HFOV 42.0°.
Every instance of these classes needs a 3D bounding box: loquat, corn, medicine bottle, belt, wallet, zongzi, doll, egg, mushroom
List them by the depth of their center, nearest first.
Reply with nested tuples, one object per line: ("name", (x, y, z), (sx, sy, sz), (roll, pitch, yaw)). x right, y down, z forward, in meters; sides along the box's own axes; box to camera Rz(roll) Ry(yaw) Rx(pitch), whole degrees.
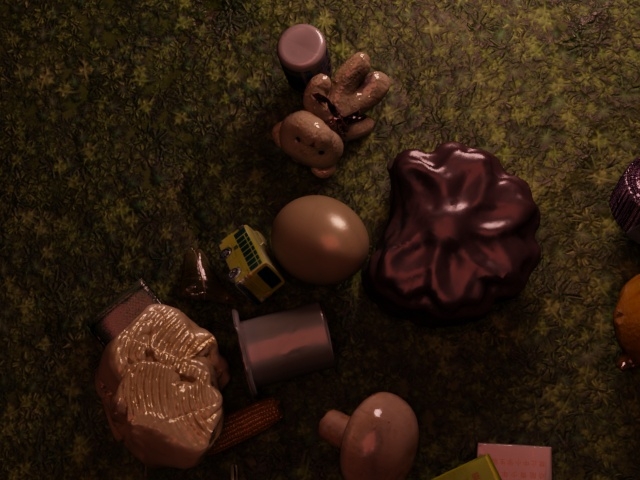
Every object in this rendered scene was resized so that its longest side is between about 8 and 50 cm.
("loquat", (0.668, 0.168, 1.624), (0.246, 0.213, 0.213), (-43, 76, -3))
("mushroom", (0.097, 0.388, 1.649), (0.209, 0.206, 0.206), (39, 85, 20))
("belt", (0.748, -0.060, 1.656), (0.325, 0.122, 0.260), (17, 48, 6))
("egg", (0.000, 0.000, 1.734), (0.242, 0.186, 0.186), (15, 77, 51))
("corn", (-0.174, 0.391, 1.745), (0.207, 0.068, 0.068), (-25, 76, -2))
("doll", (0.034, -0.276, 1.808), (0.175, 0.149, 0.278), (39, 95, -5))
("wallet", (-0.380, 0.221, 1.816), (0.160, 0.055, 0.236), (-39, 84, -5))
("medicine bottle", (-0.030, -0.389, 1.835), (0.107, 0.191, 0.107), (-2, 77, 7))
("zongzi", (-0.241, 0.066, 1.846), (0.130, 0.062, 0.154), (8, 61, -12))

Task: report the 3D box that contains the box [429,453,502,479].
("box", (0.219, 0.571, 1.623), (0.335, 0.047, 0.187), (-30, 70, 14))

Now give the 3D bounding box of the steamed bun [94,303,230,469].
("steamed bun", (-0.317, 0.311, 1.681), (0.289, 0.203, 0.276), (42, 52, 1))

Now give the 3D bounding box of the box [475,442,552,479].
("box", (0.381, 0.522, 1.648), (0.150, 0.067, 0.233), (1, 77, 9))

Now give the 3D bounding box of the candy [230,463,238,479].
("candy", (-0.177, 0.593, 1.709), (0.073, 0.077, 0.262), (-14, 66, 26))

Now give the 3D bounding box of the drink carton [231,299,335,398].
("drink carton", (-0.073, 0.220, 1.717), (0.190, 0.191, 0.185), (-10, 75, -2))

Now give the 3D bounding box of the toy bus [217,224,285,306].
("toy bus", (-0.148, 0.048, 1.764), (0.101, 0.088, 0.175), (-39, 37, 5))

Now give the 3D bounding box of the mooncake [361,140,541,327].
("mooncake", (0.268, -0.012, 1.717), (0.351, 0.212, 0.381), (4, 80, 2))
